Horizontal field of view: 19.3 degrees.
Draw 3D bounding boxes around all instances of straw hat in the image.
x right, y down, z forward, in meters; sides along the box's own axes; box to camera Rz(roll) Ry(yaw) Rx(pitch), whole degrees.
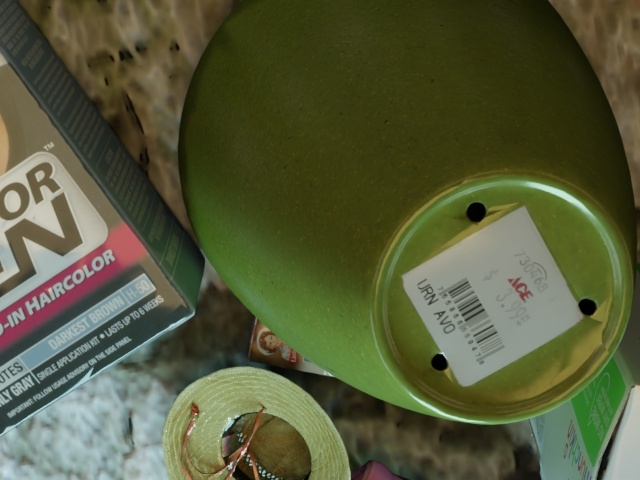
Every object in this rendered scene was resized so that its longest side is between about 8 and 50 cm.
[{"bbox_3d":[-0.030,0.138,1.256,0.144,0.061,0.144,9,109,27],"label":"straw hat"}]

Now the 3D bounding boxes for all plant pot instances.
[{"bbox_3d":[0.068,-0.013,1.068,0.275,0.293,0.275,-3,109,-9],"label":"plant pot"}]

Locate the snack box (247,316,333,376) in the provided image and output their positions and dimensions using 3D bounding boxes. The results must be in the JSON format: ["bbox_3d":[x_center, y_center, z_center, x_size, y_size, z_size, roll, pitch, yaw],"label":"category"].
[{"bbox_3d":[0.000,0.000,1.233,0.064,0.022,0.178,11,107,-6],"label":"snack box"}]

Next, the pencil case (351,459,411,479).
[{"bbox_3d":[0.090,0.237,1.274,0.209,0.095,0.098,30,73,-8],"label":"pencil case"}]

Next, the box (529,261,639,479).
[{"bbox_3d":[0.258,0.122,1.148,0.231,0.262,0.127,14,106,-3],"label":"box"}]

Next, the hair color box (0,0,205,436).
[{"bbox_3d":[-0.254,-0.070,1.165,0.185,0.113,0.374,-33,104,10],"label":"hair color box"}]
